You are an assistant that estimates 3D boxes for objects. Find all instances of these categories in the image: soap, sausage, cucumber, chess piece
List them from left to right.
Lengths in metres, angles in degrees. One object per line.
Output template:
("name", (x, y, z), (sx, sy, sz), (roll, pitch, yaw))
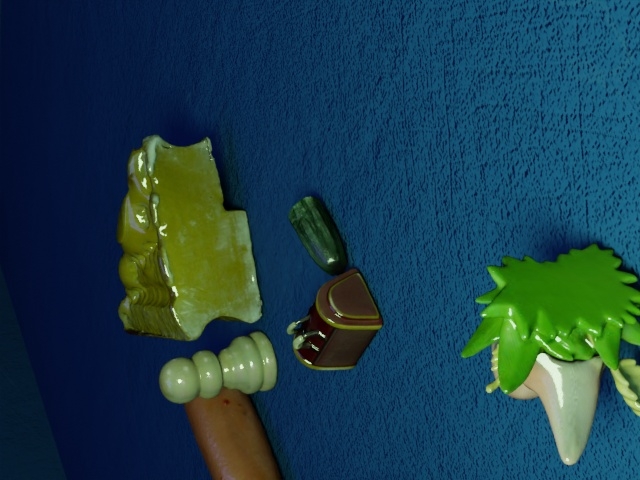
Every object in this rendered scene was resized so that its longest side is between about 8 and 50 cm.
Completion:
("soap", (-0.246, -0.003, 1.702), (0.338, 0.169, 0.304), (-6, 95, 64))
("chess piece", (-0.157, 0.200, 1.599), (0.094, 0.170, 0.094), (38, 135, 52))
("sausage", (-0.143, 0.306, 1.694), (0.259, 0.113, 0.113), (62, 151, 29))
("cucumber", (0.000, 0.000, 1.324), (0.105, 0.048, 0.048), (63, 151, 29))

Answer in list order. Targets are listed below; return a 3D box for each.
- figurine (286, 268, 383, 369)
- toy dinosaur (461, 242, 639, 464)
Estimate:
("figurine", (0.003, 0.113, 1.313), (0.082, 0.098, 0.154), (62, 148, 23))
("toy dinosaur", (0.179, 0.103, 0.894), (0.194, 0.152, 0.177), (-121, 22, -47))
